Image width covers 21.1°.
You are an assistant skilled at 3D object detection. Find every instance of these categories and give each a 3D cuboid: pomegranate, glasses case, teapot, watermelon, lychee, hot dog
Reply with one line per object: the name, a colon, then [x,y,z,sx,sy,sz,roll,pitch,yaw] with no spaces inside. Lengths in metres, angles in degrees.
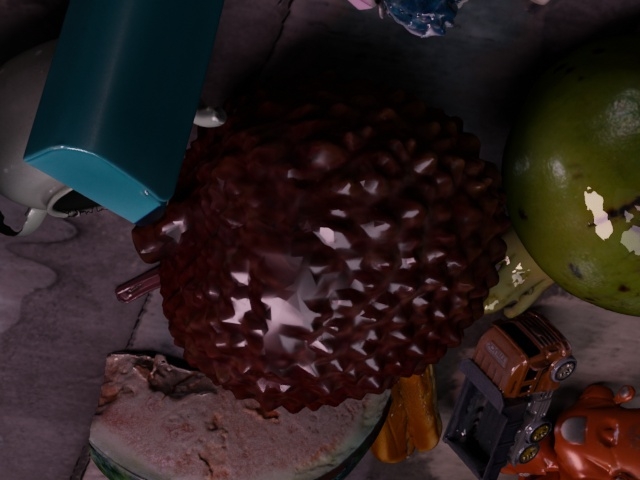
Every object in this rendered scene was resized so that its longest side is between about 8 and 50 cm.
pomegranate: [0.268,-0.038,1.582,0.260,0.260,0.341,28,126,-32]
glasses case: [-0.130,-0.171,1.325,0.117,0.301,0.070,31,146,-35]
teapot: [-0.201,-0.092,1.464,0.294,0.129,0.193,-30,164,36]
watermelon: [-0.081,0.212,1.786,0.305,0.224,0.180,5,96,-1]
lychee: [0.000,0.000,1.509,0.330,0.306,0.306,5,132,-18]
hot dog: [0.079,0.157,1.842,0.092,0.062,0.235,-17,131,-10]

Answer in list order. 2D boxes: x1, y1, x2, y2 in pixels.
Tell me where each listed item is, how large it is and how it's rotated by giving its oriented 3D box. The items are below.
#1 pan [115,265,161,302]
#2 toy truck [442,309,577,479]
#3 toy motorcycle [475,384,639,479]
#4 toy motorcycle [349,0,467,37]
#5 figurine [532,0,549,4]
pan: [-0.114,0.015,1.685,0.212,0.040,0.115,-29,127,15]
toy truck: [0.196,0.170,1.839,0.092,0.083,0.192,-10,132,-34]
toy motorcycle: [0.341,0.276,1.971,0.326,0.147,0.221,33,142,-33]
toy motorcycle: [0.095,-0.218,1.389,0.239,0.204,0.108,-6,131,-8]
figurine: [0.159,-0.334,1.308,0.309,0.308,0.143,-3,171,-9]
